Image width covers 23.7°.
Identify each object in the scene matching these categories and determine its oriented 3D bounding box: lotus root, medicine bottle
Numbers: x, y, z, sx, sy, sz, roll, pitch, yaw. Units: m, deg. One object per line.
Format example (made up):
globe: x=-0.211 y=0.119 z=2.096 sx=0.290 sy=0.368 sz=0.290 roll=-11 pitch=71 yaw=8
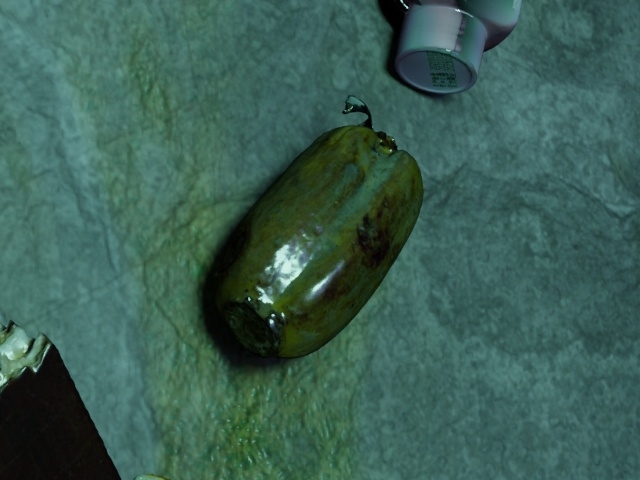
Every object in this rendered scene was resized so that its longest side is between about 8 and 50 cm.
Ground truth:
lotus root: x=0.000 y=0.000 z=1.271 sx=0.124 sy=0.123 sz=0.241 roll=32 pitch=58 yaw=9
medicine bottle: x=0.125 y=-0.239 z=1.448 sx=0.119 sy=0.094 sz=0.188 roll=28 pitch=62 yaw=-28

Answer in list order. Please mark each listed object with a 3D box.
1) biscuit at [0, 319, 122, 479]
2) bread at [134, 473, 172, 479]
biscuit: x=-0.198 y=0.171 z=1.040 sx=0.106 sy=0.070 sz=0.252 roll=-49 pitch=136 yaw=-34
bread: x=-0.099 y=0.224 z=1.179 sx=0.109 sy=0.062 sz=0.043 roll=22 pitch=52 yaw=18
